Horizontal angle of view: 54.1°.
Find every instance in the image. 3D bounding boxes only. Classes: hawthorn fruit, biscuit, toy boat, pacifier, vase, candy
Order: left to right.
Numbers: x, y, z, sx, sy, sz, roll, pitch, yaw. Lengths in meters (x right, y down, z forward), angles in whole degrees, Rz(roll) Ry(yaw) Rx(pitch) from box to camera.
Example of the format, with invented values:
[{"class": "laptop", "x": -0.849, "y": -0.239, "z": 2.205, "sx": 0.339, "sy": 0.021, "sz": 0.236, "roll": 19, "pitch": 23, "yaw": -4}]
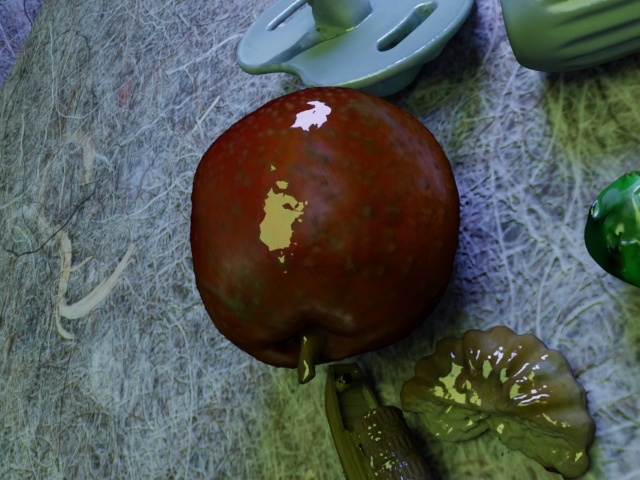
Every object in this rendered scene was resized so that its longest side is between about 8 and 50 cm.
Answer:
[{"class": "hawthorn fruit", "x": 0.000, "y": 0.000, "z": 0.622, "sx": 0.275, "sy": 0.275, "sz": 0.299, "roll": -22, "pitch": 49, "yaw": 34}, {"class": "pacifier", "x": 0.023, "y": -0.317, "z": 0.754, "sx": 0.288, "sy": 0.269, "sz": 0.343, "roll": -45, "pitch": 45, "yaw": -17}, {"class": "toy boat", "x": 0.060, "y": 0.208, "z": 0.597, "sx": 0.226, "sy": 0.068, "sz": 0.088, "roll": -115, "pitch": 36, "yaw": -43}, {"class": "biscuit", "x": 0.151, "y": 0.132, "z": 0.564, "sx": 0.183, "sy": 0.061, "sz": 0.118, "roll": 3, "pitch": 72, "yaw": 44}, {"class": "vase", "x": 0.295, "y": -0.234, "z": 0.561, "sx": 0.248, "sy": 0.128, "sz": 0.128, "roll": -8, "pitch": 66, "yaw": 31}, {"class": "candy", "x": 0.281, "y": 0.096, "z": 0.464, "sx": 0.097, "sy": 0.097, "sz": 0.323, "roll": -22, "pitch": 66, "yaw": 34}]
